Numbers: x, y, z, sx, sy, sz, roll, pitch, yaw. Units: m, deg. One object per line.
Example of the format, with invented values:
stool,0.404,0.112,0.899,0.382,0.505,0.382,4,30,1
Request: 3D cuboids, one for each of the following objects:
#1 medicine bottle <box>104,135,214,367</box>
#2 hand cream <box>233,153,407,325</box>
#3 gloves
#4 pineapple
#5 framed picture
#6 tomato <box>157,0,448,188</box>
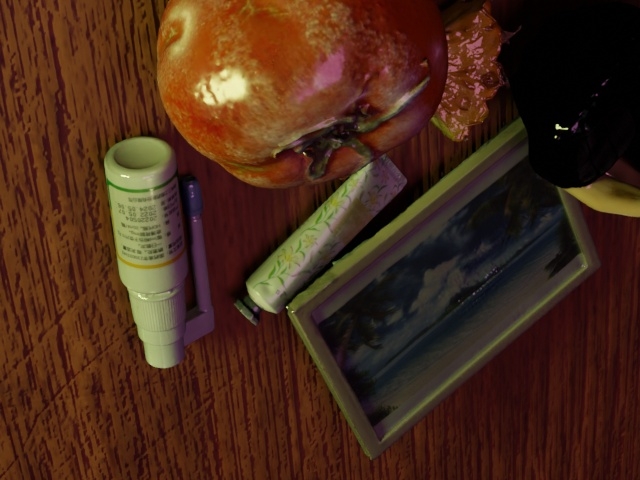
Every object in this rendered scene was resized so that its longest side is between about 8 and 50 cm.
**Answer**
medicine bottle,-0.134,0.009,1.560,0.092,0.061,0.221,-32,136,-33
hand cream,0.000,0.000,1.640,0.194,0.042,0.067,-44,137,0
gloves,0.290,-0.115,1.653,0.301,0.152,0.197,37,86,-38
pineapple,0.108,-0.159,1.584,0.116,0.069,0.137,5,110,-26
framed picture,0.126,0.042,1.727,0.315,0.024,0.232,-39,133,-12
tomato,-0.013,-0.151,1.428,0.232,0.189,0.232,-16,160,-6
